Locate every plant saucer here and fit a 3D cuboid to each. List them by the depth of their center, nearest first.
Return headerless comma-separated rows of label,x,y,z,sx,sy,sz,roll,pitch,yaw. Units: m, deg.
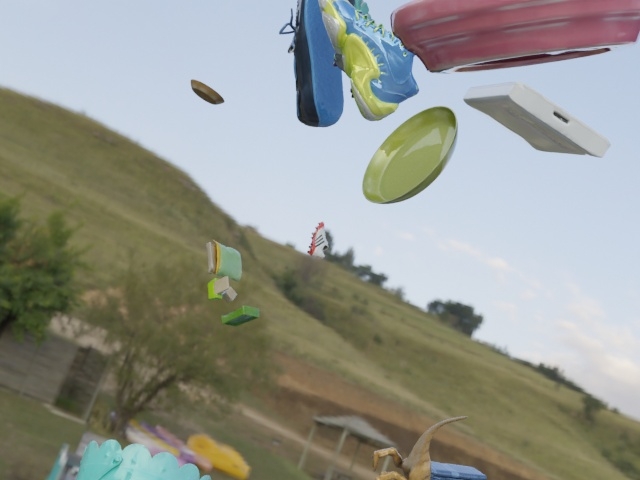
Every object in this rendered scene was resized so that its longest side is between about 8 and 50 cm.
plant saucer,0.253,-0.261,1.115,0.331,0.084,0.332,-6,6,1
plant saucer,0.183,-0.160,1.783,0.037,0.241,0.241,40,-20,-26
plant saucer,-0.239,-0.306,1.896,0.083,0.015,0.083,29,-10,6

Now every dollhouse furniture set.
dollhouse furniture set,-0.147,0.066,1.548,0.058,0.152,0.076,-26,-30,35

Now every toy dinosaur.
toy dinosaur,0.131,0.314,1.269,0.112,0.212,0.064,2,26,-5

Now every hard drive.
hard drive,0.393,-0.225,1.697,0.203,0.040,0.307,32,4,-9

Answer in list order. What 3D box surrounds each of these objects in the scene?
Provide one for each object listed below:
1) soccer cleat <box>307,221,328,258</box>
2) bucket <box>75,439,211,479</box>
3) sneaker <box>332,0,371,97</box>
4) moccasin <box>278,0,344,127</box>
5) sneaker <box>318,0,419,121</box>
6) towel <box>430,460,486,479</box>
soccer cleat,0.000,0.000,1.691,0.035,0.083,0.029,25,-44,-10
bucket,-0.362,0.525,1.767,0.281,0.183,0.281,11,-32,7
sneaker,0.046,-0.347,1.578,0.098,0.083,0.224,-13,-61,28
moccasin,-0.027,-0.416,1.958,0.137,0.342,0.116,3,-1,-41
sneaker,0.085,-0.318,1.454,0.126,0.240,0.091,-22,5,5
towel,0.229,0.416,1.611,0.119,0.029,0.067,11,2,-18
